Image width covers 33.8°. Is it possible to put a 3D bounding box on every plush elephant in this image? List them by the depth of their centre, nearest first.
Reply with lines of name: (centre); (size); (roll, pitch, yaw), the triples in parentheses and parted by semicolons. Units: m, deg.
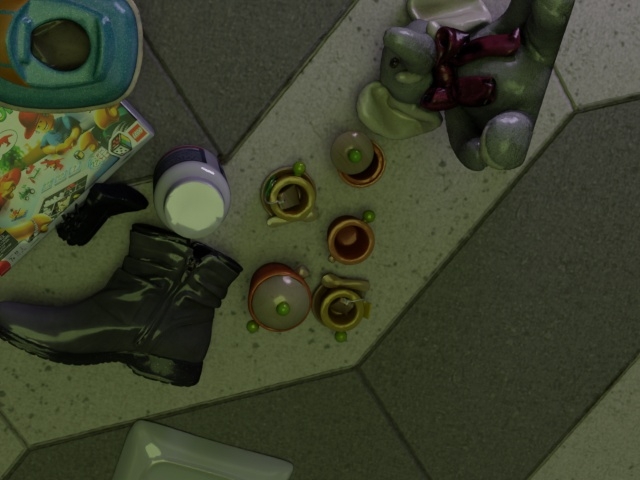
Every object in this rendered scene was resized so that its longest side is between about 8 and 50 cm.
plush elephant: (0.189, -0.241, 1.468); (0.255, 0.330, 0.272); (18, 90, 9)

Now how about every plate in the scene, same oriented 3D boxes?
plate: (-0.215, 0.451, 1.703); (0.278, 0.045, 0.277); (20, 103, -14)

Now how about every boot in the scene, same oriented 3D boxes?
boot: (-0.316, -0.034, 1.522); (0.099, 0.121, 0.045); (-48, 67, 18)
boot: (-0.301, 0.072, 1.552); (0.338, 0.118, 0.223); (14, 101, -24)

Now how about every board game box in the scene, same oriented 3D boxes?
board game box: (-0.412, -0.120, 1.494); (0.305, 0.053, 0.193); (-42, 108, 4)

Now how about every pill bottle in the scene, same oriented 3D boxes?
pill bottle: (-0.182, -0.066, 1.482); (0.108, 0.180, 0.108); (-2, 106, -8)

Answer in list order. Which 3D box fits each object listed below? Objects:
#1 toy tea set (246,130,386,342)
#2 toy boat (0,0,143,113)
toy tea set: (0.000, 0.000, 1.561); (0.200, 0.124, 0.336); (5, 106, -11)
toy boat: (-0.362, -0.320, 1.343); (0.267, 0.148, 0.318); (0, 103, -7)
